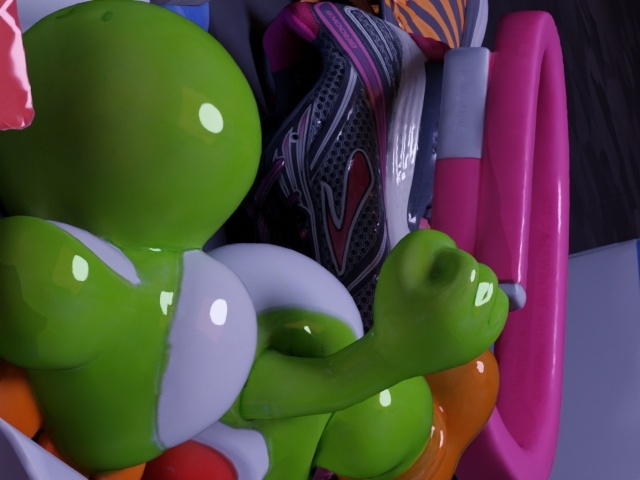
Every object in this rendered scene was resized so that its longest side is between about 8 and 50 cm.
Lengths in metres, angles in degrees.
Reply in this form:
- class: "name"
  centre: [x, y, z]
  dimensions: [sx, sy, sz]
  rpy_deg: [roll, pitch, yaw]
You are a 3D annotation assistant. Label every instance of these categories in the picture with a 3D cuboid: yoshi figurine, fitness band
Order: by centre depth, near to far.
- class: "yoshi figurine"
  centre: [-0.041, 0.009, 0.817]
  dimensions: [0.362, 0.203, 0.203]
  rpy_deg: [30, 33, -63]
- class: "fitness band"
  centre: [0.112, 0.003, 1.094]
  dimensions: [0.209, 0.054, 0.291]
  rpy_deg: [60, 33, -59]

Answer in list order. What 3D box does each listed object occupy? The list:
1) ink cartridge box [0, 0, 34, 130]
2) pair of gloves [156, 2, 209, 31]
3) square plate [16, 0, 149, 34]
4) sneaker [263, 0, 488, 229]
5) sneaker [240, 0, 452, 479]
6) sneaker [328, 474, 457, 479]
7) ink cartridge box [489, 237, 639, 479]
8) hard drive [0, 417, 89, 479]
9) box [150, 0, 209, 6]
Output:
- class: "ink cartridge box"
  centre: [-0.166, -0.137, 0.565]
  dimensions: [0.181, 0.056, 0.225]
  rpy_deg: [-12, 94, -39]
- class: "pair of gloves"
  centre: [-0.088, -0.120, 1.040]
  dimensions: [0.198, 0.023, 0.159]
  rpy_deg: [-60, 131, -68]
- class: "square plate"
  centre: [-0.141, -0.253, 0.740]
  dimensions: [0.344, 0.049, 0.347]
  rpy_deg: [-9, 97, -71]
- class: "sneaker"
  centre: [0.038, -0.158, 1.292]
  dimensions: [0.180, 0.124, 0.321]
  rpy_deg: [48, 31, -56]
- class: "sneaker"
  centre: [0.000, 0.000, 1.085]
  dimensions: [0.112, 0.121, 0.299]
  rpy_deg: [21, 58, -25]
- class: "sneaker"
  centre: [0.092, 0.176, 1.185]
  dimensions: [0.296, 0.104, 0.147]
  rpy_deg: [48, 35, -46]
- class: "ink cartridge box"
  centre: [0.260, 0.243, 1.547]
  dimensions: [0.285, 0.166, 0.395]
  rpy_deg: [-83, 152, -50]
- class: "hard drive"
  centre: [-0.031, 0.201, 0.716]
  dimensions: [0.210, 0.040, 0.319]
  rpy_deg: [57, 1, 27]
- class: "box"
  centre: [0.009, -0.247, 0.926]
  dimensions: [0.121, 0.311, 0.148]
  rpy_deg: [-10, 75, -65]
